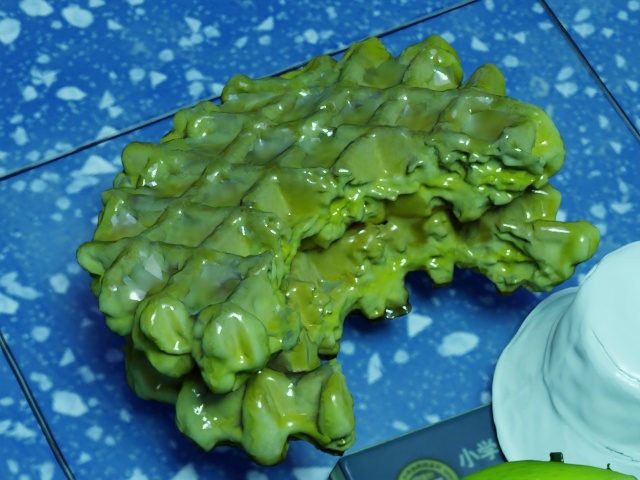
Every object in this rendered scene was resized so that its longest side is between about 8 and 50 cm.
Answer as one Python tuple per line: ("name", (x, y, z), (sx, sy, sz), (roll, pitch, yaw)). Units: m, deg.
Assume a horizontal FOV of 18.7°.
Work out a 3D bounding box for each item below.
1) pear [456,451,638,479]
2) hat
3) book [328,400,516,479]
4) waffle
("pear", (0.078, 0.279, 1.034), (0.159, 0.292, 0.292), (-1, 45, 46))
("hat", (0.213, 0.080, 1.254), (0.203, 0.126, 0.203), (3, 58, -5))
("book", (0.224, 0.274, 1.229), (0.300, 0.039, 0.428), (-17, 61, -17))
("waffle", (0.000, 0.000, 1.281), (0.324, 0.151, 0.261), (-33, 39, -26))
